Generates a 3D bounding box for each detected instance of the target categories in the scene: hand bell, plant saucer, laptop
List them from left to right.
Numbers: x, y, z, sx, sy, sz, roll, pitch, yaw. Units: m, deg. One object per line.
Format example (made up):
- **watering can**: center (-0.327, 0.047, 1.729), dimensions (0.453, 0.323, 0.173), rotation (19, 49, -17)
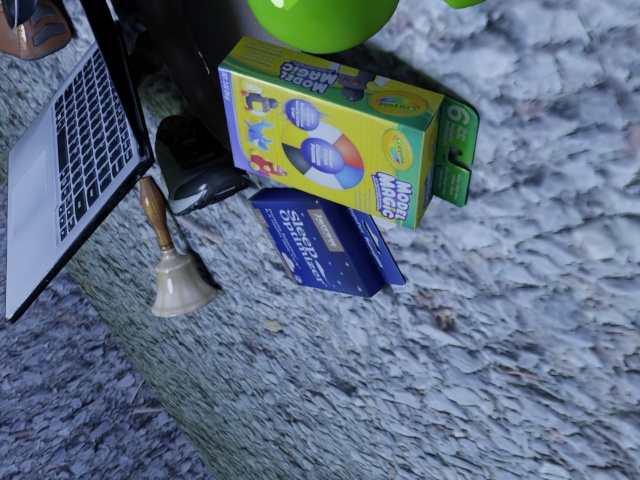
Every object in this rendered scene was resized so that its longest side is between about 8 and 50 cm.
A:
- **laptop**: center (-0.338, -0.201, 0.935), dimensions (0.236, 0.408, 0.382), rotation (32, -160, -35)
- **hand bell**: center (-0.275, 0.001, 1.458), dimensions (0.126, 0.126, 0.242), rotation (13, 122, 56)
- **plant saucer**: center (-0.088, -0.205, 0.852), dimensions (0.310, 0.050, 0.311), rotation (41, 155, 24)

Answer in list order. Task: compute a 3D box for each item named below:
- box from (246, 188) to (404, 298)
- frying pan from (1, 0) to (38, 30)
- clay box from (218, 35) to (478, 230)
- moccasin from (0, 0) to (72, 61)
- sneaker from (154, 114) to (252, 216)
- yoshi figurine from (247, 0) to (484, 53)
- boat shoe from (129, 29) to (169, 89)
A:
- **box**: center (0.000, 0.000, 0.995), dimensions (0.225, 0.036, 0.136), rotation (3, 126, 59)
- **frying pan**: center (-0.430, -0.453, 1.109), dimensions (0.197, 0.053, 0.326), rotation (26, 123, 60)
- **clay box**: center (0.023, -0.090, 0.725), dimensions (0.222, 0.053, 0.127), rotation (21, 146, 18)
- **moccasin**: center (-0.559, -0.387, 1.352), dimensions (0.380, 0.139, 0.147), rotation (23, 138, 46)
- **sneaker**: center (-0.166, -0.102, 1.043), dimensions (0.271, 0.100, 0.108), rotation (30, 141, 65)
- **yoshi figurine**: center (-0.056, -0.223, 0.470), dimensions (0.362, 0.204, 0.203), rotation (28, 176, -28)
- **boat shoe**: center (-0.208, -0.235, 1.051), dimensions (0.153, 0.048, 0.056), rotation (-25, 89, 59)
